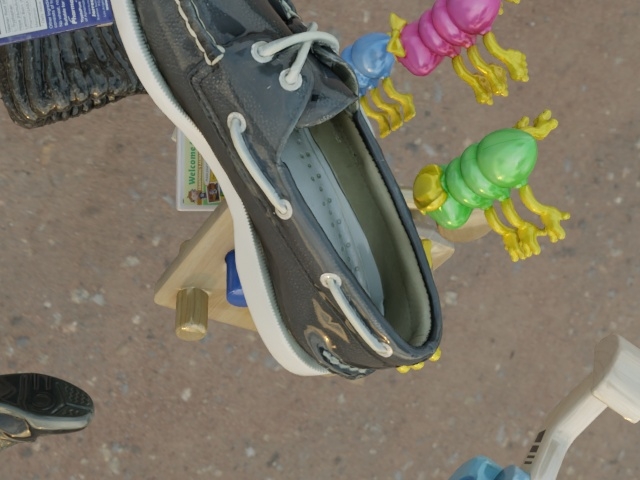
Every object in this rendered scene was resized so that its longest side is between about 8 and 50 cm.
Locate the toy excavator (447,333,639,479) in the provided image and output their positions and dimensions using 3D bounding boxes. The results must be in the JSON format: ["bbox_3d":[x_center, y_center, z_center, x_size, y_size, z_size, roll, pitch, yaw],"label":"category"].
[{"bbox_3d":[0.298,0.382,1.342,0.222,0.433,0.445,34,55,0],"label":"toy excavator"}]

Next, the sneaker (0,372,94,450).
[{"bbox_3d":[-0.408,0.242,1.155,0.228,0.087,0.130,0,124,-12],"label":"sneaker"}]

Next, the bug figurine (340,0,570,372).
[{"bbox_3d":[0.058,-0.065,0.604,0.072,0.216,0.279,17,56,-32],"label":"bug figurine"}]

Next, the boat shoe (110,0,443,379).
[{"bbox_3d":[-0.015,-0.065,0.486,0.114,0.091,0.302,-43,115,-44],"label":"boat shoe"}]

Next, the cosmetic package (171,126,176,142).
[{"bbox_3d":[-0.097,-0.172,1.605,0.160,0.309,0.113,35,74,-52],"label":"cosmetic package"}]

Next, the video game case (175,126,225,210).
[{"bbox_3d":[-0.081,-0.142,1.103,0.193,0.023,0.212,0,102,-12],"label":"video game case"}]

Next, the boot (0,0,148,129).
[{"bbox_3d":[-0.198,-0.266,0.851,0.348,0.131,0.260,-34,101,-40],"label":"boot"}]

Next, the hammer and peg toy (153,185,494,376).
[{"bbox_3d":[0.000,0.000,0.959,0.266,0.361,0.127,18,48,-26],"label":"hammer and peg toy"}]

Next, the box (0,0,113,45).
[{"bbox_3d":[-0.239,-0.184,0.553,0.225,0.036,0.136,-28,121,-44],"label":"box"}]
